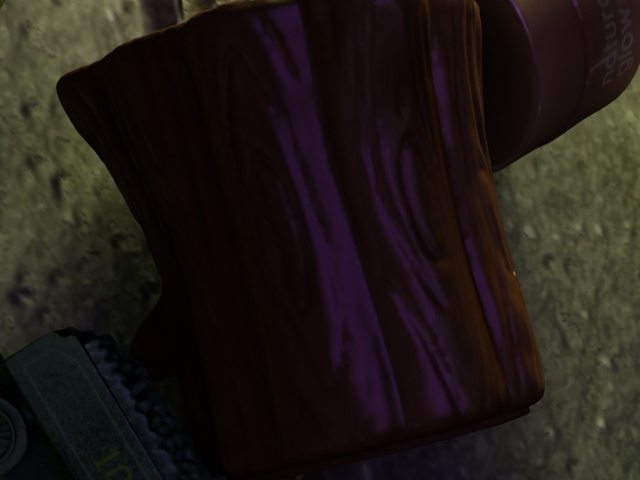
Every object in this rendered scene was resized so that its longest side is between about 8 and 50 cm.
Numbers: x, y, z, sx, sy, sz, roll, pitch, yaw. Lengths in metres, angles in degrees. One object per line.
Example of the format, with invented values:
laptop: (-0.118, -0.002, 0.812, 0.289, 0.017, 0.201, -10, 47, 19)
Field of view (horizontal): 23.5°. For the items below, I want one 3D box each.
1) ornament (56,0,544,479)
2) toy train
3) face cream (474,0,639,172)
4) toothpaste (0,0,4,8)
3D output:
ornament: (0.000, 0.000, 0.771, 0.221, 0.235, 0.217, -12, 85, -17)
toy train: (-0.106, 0.115, 0.723, 0.099, 0.070, 0.172, -31, 90, 1)
face cream: (0.101, -0.124, 0.899, 0.104, 0.149, 0.149, -31, 91, -35)
toothpaste: (-0.204, -0.100, 0.775, 0.078, 0.047, 0.248, 29, 59, -22)
